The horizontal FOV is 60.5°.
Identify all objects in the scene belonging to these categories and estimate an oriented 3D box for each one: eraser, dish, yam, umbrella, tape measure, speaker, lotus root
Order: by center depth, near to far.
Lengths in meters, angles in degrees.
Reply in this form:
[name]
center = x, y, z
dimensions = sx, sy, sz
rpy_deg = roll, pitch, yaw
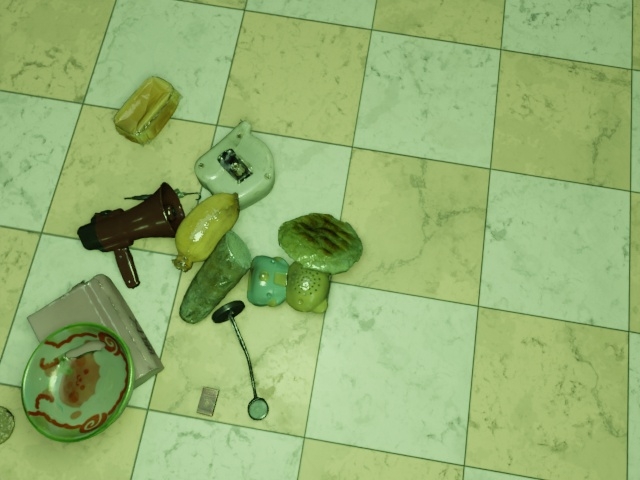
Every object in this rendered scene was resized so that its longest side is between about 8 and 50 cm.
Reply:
[dish]
center = -0.671, 0.406, 1.574
dimensions = 0.324, 0.124, 0.324
rpy_deg = -2, 71, 5
[eraser]
center = -0.700, 0.324, 1.714
dimensions = 0.272, 0.122, 0.359
rpy_deg = -34, 77, -6
[yam]
center = -0.337, 0.132, 1.725
dimensions = 0.133, 0.133, 0.330
rpy_deg = 43, 106, 10
[lotus root]
center = -0.368, -0.037, 1.746
dimensions = 0.130, 0.146, 0.303
rpy_deg = 29, 78, 40
[speaker]
center = -0.604, -0.012, 1.826
dimensions = 0.329, 0.198, 0.259
rpy_deg = -23, 115, 7
[tape measure]
center = -0.282, -0.250, 1.880
dimensions = 0.258, 0.130, 0.265
rpy_deg = -43, 79, -14
[umbrella]
center = -0.545, -0.160, 1.896
dimensions = 0.268, 0.044, 0.044
rpy_deg = 0, 107, 0

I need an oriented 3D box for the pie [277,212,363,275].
[pie]
center = 0.000, 0.000, 1.768
dimensions = 0.306, 0.071, 0.306
rpy_deg = 11, 31, -7

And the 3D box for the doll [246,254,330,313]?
[doll]
center = -0.097, 0.136, 1.755
dimensions = 0.260, 0.161, 0.177
rpy_deg = 7, 73, 3

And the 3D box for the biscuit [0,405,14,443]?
[biscuit]
center = -1.002, 0.571, 1.690
dimensions = 0.120, 0.015, 0.120
rpy_deg = 0, 75, -1

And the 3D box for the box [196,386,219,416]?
[box]
center = -0.352, 0.503, 1.716
dimensions = 0.051, 0.023, 0.082
rpy_deg = 12, 74, 3

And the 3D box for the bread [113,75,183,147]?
[bread]
center = -0.609, -0.457, 1.943
dimensions = 0.136, 0.107, 0.241
rpy_deg = 31, 76, 10

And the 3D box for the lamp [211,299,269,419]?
[lamp]
center = -0.240, 0.375, 1.748
dimensions = 0.130, 0.108, 0.371
rpy_deg = -23, 90, -20
